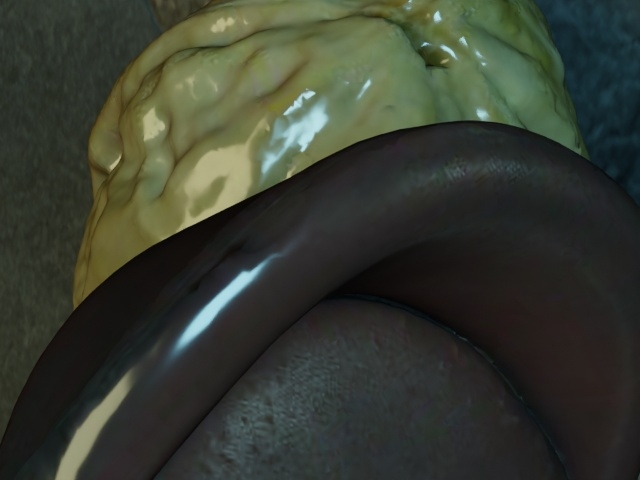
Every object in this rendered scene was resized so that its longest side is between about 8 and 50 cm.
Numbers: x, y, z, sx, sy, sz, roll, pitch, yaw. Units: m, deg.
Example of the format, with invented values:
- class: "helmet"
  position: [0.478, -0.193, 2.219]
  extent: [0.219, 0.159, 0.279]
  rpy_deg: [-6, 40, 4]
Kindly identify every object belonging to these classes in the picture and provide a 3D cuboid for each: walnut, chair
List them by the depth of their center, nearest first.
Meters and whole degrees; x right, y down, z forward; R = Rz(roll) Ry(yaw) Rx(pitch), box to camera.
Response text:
- class: "chair"
  position: [-0.077, 0.118, 0.601]
  extent: [0.401, 0.226, 0.226]
  rpy_deg: [-19, 79, 44]
- class: "walnut"
  position: [0.000, 0.000, 0.761]
  extent: [0.198, 0.198, 0.245]
  rpy_deg: [65, 145, 26]
